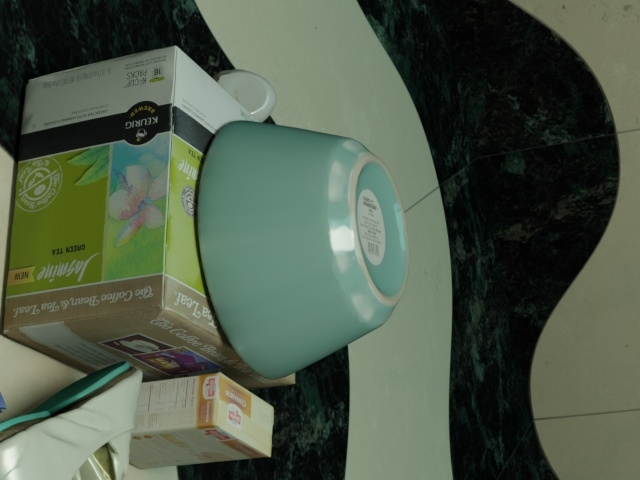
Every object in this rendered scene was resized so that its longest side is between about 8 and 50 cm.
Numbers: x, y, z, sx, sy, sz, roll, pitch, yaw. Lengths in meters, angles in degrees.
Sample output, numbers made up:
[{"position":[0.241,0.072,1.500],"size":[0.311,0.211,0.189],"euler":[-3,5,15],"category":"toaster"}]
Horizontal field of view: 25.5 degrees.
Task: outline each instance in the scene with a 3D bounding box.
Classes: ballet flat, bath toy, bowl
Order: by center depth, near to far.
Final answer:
[{"position":[-0.270,0.226,1.464],"size":[0.400,0.139,0.139],"euler":[-25,105,-78],"category":"ballet flat"},{"position":[0.000,0.000,1.664],"size":[0.311,0.163,0.312],"euler":[-8,90,-68],"category":"bowl"},{"position":[-0.121,-0.069,2.022],"size":[0.129,0.151,0.348],"euler":[133,-47,-69],"category":"bath toy"}]

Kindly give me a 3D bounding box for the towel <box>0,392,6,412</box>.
[{"position":[-0.432,0.049,1.286],"size":[0.336,0.040,0.243],"euler":[24,38,-64],"category":"towel"}]

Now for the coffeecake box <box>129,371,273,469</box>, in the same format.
[{"position":[-0.171,0.221,1.714],"size":[0.142,0.185,0.068],"euler":[44,43,-55],"category":"coffeecake box"}]

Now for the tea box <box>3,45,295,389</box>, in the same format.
[{"position":[-0.190,-0.005,1.712],"size":[0.329,0.220,0.324],"euler":[40,45,-57],"category":"tea box"}]
